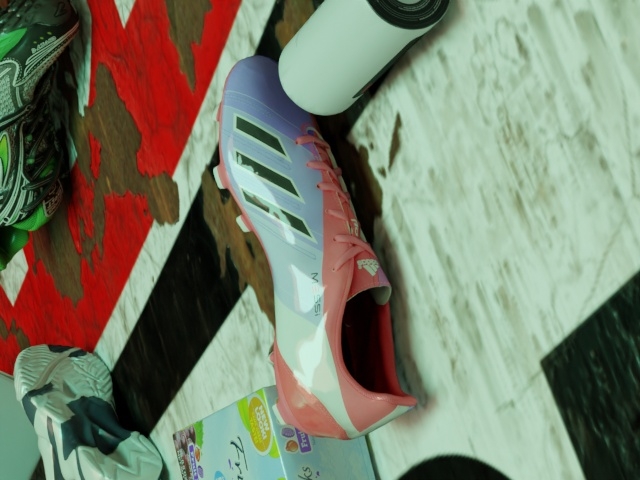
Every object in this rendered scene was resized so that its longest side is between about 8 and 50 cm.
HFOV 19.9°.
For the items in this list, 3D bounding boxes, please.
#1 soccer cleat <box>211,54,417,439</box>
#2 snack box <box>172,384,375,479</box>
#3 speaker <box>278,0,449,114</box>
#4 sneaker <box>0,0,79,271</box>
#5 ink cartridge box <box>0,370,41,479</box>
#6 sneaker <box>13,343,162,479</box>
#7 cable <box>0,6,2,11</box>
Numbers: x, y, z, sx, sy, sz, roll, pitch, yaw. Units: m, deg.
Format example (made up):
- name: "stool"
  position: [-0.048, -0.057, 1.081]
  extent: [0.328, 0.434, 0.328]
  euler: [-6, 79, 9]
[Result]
- name: "soccer cleat"
  position: [0.000, 0.000, 1.127]
  extent: [0.095, 0.083, 0.248]
  euler: [-17, 80, 42]
- name: "snack box"
  position: [-0.026, 0.195, 1.256]
  extent: [0.207, 0.070, 0.174]
  euler: [-34, 68, 62]
- name: "speaker"
  position: [0.022, -0.119, 1.036]
  extent: [0.136, 0.055, 0.055]
  euler: [-39, 64, 63]
- name: "sneaker"
  position: [-0.280, -0.102, 1.674]
  extent: [0.146, 0.134, 0.343]
  euler: [38, 139, 3]
- name: "ink cartridge box"
  position: [-0.402, 0.274, 1.930]
  extent: [0.223, 0.129, 0.307]
  euler: [-67, 11, -25]
- name: "sneaker"
  position: [-0.225, 0.210, 1.673]
  extent: [0.235, 0.094, 0.153]
  euler: [40, 128, 41]
- name: "cable"
  position: [-0.356, -0.255, 1.832]
  extent: [0.150, 0.047, 0.184]
  euler: [-47, 58, 62]
